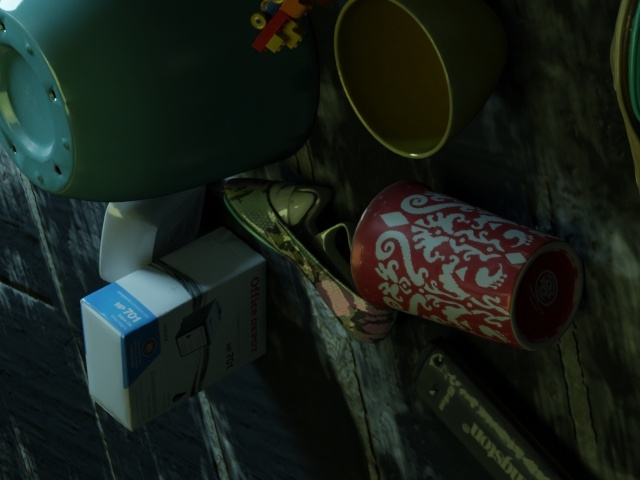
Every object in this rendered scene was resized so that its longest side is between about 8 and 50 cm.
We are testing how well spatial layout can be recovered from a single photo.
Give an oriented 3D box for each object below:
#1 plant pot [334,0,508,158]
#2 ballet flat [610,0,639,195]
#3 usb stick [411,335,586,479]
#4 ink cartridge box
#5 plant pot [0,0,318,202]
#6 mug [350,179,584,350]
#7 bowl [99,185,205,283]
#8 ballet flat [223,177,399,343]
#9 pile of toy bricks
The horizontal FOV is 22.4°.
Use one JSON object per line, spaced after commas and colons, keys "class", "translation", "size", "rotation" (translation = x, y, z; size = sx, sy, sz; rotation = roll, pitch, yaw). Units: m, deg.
{"class": "plant pot", "translation": [0.090, -0.143, 1.255], "size": [0.134, 0.095, 0.134], "rotation": [37, 141, 37]}
{"class": "ballet flat", "translation": [0.232, -0.083, 1.108], "size": [0.073, 0.080, 0.232], "rotation": [-148, 42, -64]}
{"class": "usb stick", "translation": [0.181, 0.198, 1.425], "size": [0.278, 0.045, 0.077], "rotation": [48, 147, 26]}
{"class": "ink cartridge box", "translation": [-0.152, 0.092, 1.711], "size": [0.082, 0.190, 0.140], "rotation": [36, 140, 36]}
{"class": "plant pot", "translation": [-0.182, -0.168, 1.519], "size": [0.293, 0.235, 0.293], "rotation": [36, 140, 37]}
{"class": "mug", "translation": [0.135, 0.026, 1.338], "size": [0.169, 0.150, 0.113], "rotation": [19, 92, 45]}
{"class": "bowl", "translation": [-0.172, -0.021, 1.721], "size": [0.053, 0.142, 0.142], "rotation": [32, 139, 14]}
{"class": "ballet flat", "translation": [0.000, 0.000, 1.540], "size": [0.221, 0.077, 0.079], "rotation": [47, 128, 17]}
{"class": "pile of toy bricks", "translation": [0.041, -0.222, 1.291], "size": [0.105, 0.118, 0.212], "rotation": [36, 132, -7]}
